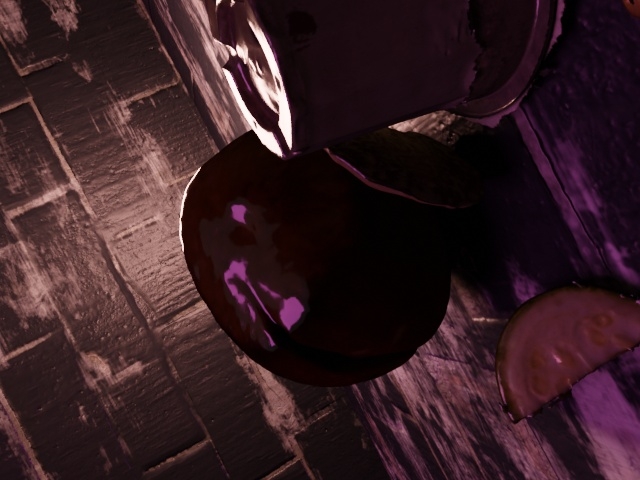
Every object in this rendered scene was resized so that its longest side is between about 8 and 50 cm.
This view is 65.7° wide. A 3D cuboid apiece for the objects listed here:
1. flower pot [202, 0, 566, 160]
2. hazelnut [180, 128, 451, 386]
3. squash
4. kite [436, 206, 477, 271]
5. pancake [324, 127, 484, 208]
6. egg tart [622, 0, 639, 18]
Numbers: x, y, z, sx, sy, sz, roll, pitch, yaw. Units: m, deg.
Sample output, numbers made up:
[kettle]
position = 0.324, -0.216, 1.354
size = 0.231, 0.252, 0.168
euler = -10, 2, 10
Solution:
[flower pot]
position = 0.043, -0.210, 0.487
size = 0.290, 0.259, 0.290
euler = 55, 162, 27
[hazelnut]
position = 0.000, 0.000, 0.779
size = 0.429, 0.402, 0.401
euler = 38, 153, 36
[squash]
position = 0.307, 0.127, 0.642
size = 0.111, 0.203, 0.289
euler = 55, -161, 25
[kite]
position = 0.186, -0.019, 0.834
size = 0.234, 0.016, 0.321
euler = 48, 161, 39
[pancake]
position = 0.094, -0.103, 0.607
size = 0.211, 0.236, 0.029
euler = -82, 12, -59
[egg tart]
position = 0.177, -0.135, 0.179
size = 0.290, 0.116, 0.290
euler = 39, -141, -41
